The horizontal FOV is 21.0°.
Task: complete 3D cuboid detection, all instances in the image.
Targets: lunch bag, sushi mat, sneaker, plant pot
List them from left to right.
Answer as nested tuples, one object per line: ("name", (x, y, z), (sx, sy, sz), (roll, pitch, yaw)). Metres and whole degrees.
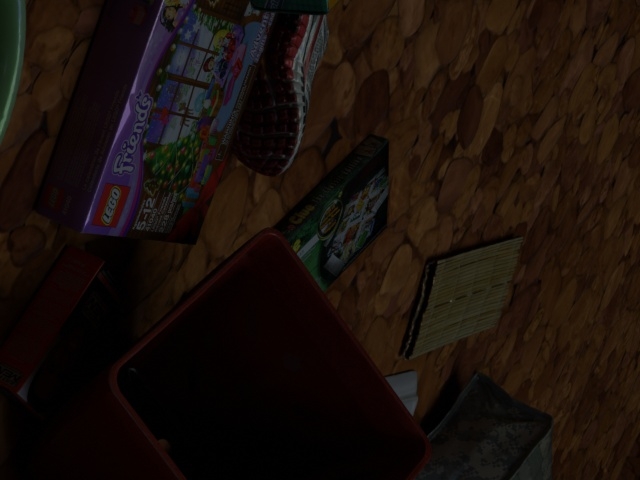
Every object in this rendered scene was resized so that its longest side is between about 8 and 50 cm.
("plant pot", (-0.107, 0.193, 1.581), (0.236, 0.267, 0.267), (-29, -170, 43))
("sneaker", (-0.031, -0.167, 1.679), (0.093, 0.088, 0.225), (-28, 135, -56))
("lunch bag", (0.213, 0.381, 2.558), (0.287, 0.169, 0.235), (-47, 153, -22))
("sushi mat", (0.206, 0.078, 2.451), (0.316, 0.019, 0.151), (-13, 121, -61))

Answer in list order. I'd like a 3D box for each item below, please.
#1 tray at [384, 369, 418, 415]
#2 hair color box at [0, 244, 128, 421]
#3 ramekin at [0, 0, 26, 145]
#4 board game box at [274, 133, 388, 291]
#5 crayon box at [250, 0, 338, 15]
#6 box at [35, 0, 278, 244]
("tray", (0.071, 0.312, 2.368), (0.145, 0.030, 0.270), (-2, 113, -62))
("hair color box", (-0.234, 0.082, 1.533), (0.141, 0.043, 0.072), (-58, 155, -16))
("ramekin", (-0.333, -0.108, 1.042), (0.303, 0.148, 0.303), (-45, 147, -39))
("board game box", (0.000, 0.000, 1.958), (0.260, 0.030, 0.136), (-45, 150, -40))
("crayon box", (-0.014, -0.354, 1.479), (0.165, 0.081, 0.278), (-53, 142, -45))
("box", (-0.131, -0.144, 1.530), (0.201, 0.057, 0.293), (7, 105, -64))
